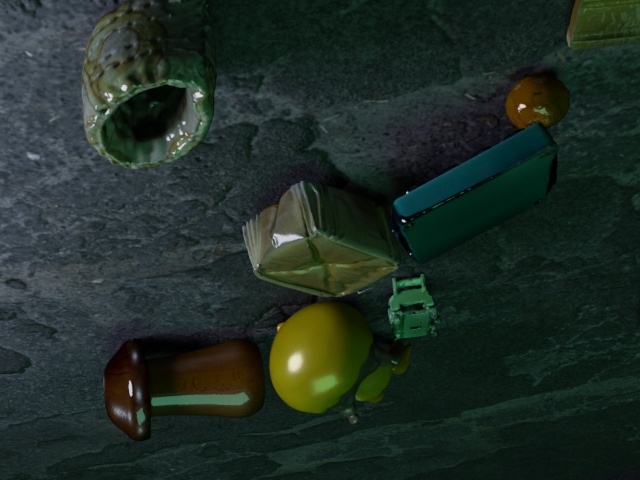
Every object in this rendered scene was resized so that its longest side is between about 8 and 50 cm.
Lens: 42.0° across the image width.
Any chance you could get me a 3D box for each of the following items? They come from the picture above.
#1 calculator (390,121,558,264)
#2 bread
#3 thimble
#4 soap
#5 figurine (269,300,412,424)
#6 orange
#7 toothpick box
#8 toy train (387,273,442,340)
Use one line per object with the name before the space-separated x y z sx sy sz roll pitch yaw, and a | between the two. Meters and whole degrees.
calculator | 0.216 -0.062 1.189 0.248 0.058 0.274 -29 163 7
bread | 0.001 -0.001 1.292 0.210 0.109 0.192 17 145 -32
thimble | -0.187 -0.185 0.944 0.190 0.143 0.137 -32 139 31
soap | 0.430 -0.286 1.015 0.252 0.037 0.092 -5 145 -3
figurine | 0.046 0.232 1.597 0.187 0.215 0.344 25 -179 37
orange | 0.289 -0.184 1.108 0.083 0.070 0.083 3 159 1
toothpick box | -0.263 0.274 1.591 0.295 0.192 0.192 -4 147 -17
toy train | 0.171 0.131 1.558 0.099 0.081 0.149 -9 152 1
